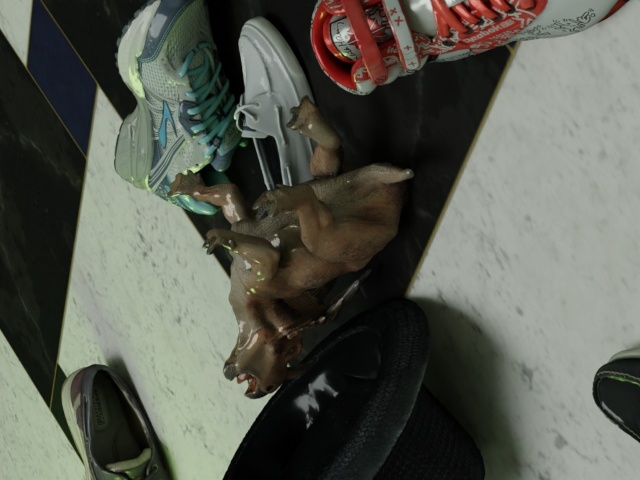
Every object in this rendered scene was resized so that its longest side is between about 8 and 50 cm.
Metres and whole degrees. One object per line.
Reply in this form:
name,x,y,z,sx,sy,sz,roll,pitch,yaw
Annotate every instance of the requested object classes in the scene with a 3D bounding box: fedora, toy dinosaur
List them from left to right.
toy dinosaur,0.000,0.000,1.634,0.295,0.200,0.127,-32,39,32
fedora,0.037,0.209,1.671,0.152,0.334,0.334,37,158,-12

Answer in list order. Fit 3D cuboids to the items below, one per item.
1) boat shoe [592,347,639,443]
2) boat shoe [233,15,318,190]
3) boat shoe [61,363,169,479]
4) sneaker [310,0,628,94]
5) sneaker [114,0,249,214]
boat shoe,0.262,0.143,1.325,0.233,0.079,0.084,34,142,50
boat shoe,-0.044,-0.107,1.707,0.066,0.063,0.184,15,126,59
boat shoe,-0.247,0.289,2.412,0.285,0.103,0.092,69,160,7
sneaker,0.095,-0.160,1.297,0.270,0.145,0.090,-6,107,63
sneaker,-0.117,-0.136,1.813,0.122,0.110,0.283,34,147,19
